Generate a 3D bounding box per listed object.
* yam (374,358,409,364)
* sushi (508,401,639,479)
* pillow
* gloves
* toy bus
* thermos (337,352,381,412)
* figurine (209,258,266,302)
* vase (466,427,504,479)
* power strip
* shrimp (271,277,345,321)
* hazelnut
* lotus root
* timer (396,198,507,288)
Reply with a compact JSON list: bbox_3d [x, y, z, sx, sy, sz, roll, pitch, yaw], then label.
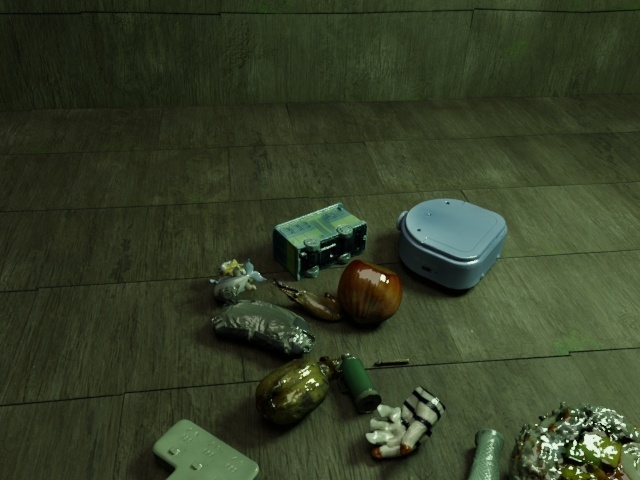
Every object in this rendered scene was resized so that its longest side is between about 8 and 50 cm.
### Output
[{"bbox_3d":[0.214,0.366,1.877,0.107,0.014,0.014,-3,36,-7],"label":"yam"},{"bbox_3d":[0.649,0.563,1.483,0.418,0.175,0.417,2,35,-1],"label":"sushi"},{"bbox_3d":[-0.171,0.267,1.926,0.335,0.092,0.161,15,41,16],"label":"pillow"},{"bbox_3d":[0.220,0.486,1.634,0.218,0.131,0.140,-46,53,-9],"label":"gloves"},{"bbox_3d":[0.000,0.000,2.265,0.313,0.151,0.190,-21,42,-29],"label":"toy bus"},{"bbox_3d":[0.104,0.400,1.781,0.073,0.083,0.187,11,28,-27],"label":"thermos"},{"bbox_3d":[-0.280,0.130,2.067,0.209,0.128,0.183,-26,23,27],"label":"figurine"},{"bbox_3d":[0.405,0.567,1.541,0.096,0.096,0.219,13,34,15],"label":"vase"},{"bbox_3d":[-0.303,0.564,1.525,0.265,0.059,0.194,23,40,25],"label":"power strip"},{"bbox_3d":[-0.038,0.193,2.068,0.262,0.066,0.117,30,27,12],"label":"shrimp"},{"bbox_3d":[0.155,0.169,2.029,0.210,0.210,0.186,3,11,0],"label":"hazelnut"},{"bbox_3d":[-0.054,0.397,1.711,0.278,0.154,0.154,-28,45,-34],"label":"lotus root"},{"bbox_3d":[0.451,0.001,2.270,0.396,0.173,0.394,1,37,-1],"label":"timer"}]
